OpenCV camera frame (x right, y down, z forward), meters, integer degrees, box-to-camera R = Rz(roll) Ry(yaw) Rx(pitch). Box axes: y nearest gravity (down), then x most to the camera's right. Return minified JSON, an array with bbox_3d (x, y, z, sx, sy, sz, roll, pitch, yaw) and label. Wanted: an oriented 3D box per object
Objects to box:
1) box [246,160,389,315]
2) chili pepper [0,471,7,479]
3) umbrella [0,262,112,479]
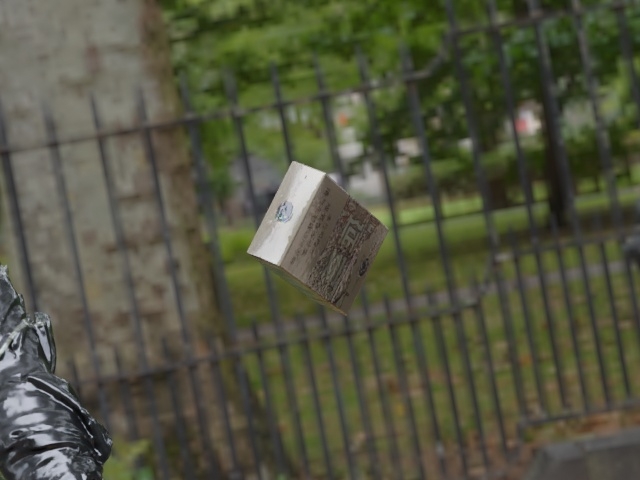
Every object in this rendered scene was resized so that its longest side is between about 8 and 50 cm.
[{"bbox_3d":[0.000,0.000,0.890,0.024,0.053,0.083,22,-8,33],"label":"box"},{"bbox_3d":[-0.186,0.097,0.547,0.261,0.165,0.174,41,7,31],"label":"chili pepper"},{"bbox_3d":[-0.246,0.123,1.388,0.113,0.358,0.106,-35,-37,-5],"label":"umbrella"}]
